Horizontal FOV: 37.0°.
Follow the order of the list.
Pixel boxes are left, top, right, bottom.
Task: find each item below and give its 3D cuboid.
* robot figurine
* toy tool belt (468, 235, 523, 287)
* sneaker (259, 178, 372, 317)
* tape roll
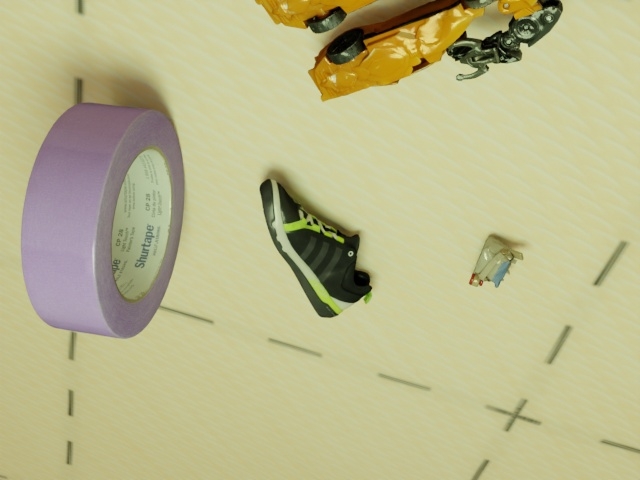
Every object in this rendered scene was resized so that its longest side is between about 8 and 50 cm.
[{"bbox_3d":[0.091,-0.250,0.951,0.291,0.085,0.211,-15,127,30],"label":"robot figurine"},{"bbox_3d":[0.223,0.036,1.214,0.051,0.052,0.083,22,137,8],"label":"toy tool belt"},{"bbox_3d":[0.000,0.000,1.249,0.097,0.084,0.234,-25,126,7],"label":"sneaker"},{"bbox_3d":[-0.250,-0.024,1.144,0.090,0.274,0.274,7,135,11],"label":"tape roll"}]
